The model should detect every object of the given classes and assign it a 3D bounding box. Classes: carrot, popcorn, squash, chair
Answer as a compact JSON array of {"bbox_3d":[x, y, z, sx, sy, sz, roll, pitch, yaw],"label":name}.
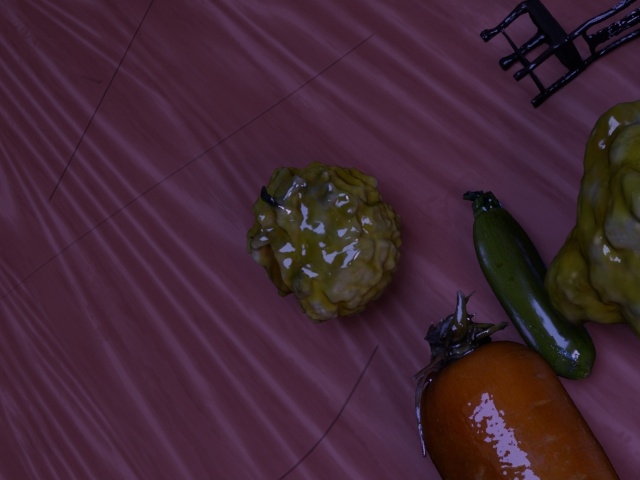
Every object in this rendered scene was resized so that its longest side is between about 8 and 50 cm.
[{"bbox_3d":[0.224,0.238,1.262,0.214,0.193,0.331,-19,59,-8],"label":"carrot"},{"bbox_3d":[0.001,-0.004,1.470,0.249,0.225,0.249,-7,73,25],"label":"popcorn"},{"bbox_3d":[0.278,0.052,1.371,0.087,0.087,0.331,-34,58,16],"label":"squash"},{"bbox_3d":[0.369,-0.310,1.442,0.229,0.106,0.113,-35,60,13],"label":"chair"},{"bbox_3d":[0.445,0.015,1.160,0.334,0.294,0.292,32,91,37],"label":"popcorn"}]
